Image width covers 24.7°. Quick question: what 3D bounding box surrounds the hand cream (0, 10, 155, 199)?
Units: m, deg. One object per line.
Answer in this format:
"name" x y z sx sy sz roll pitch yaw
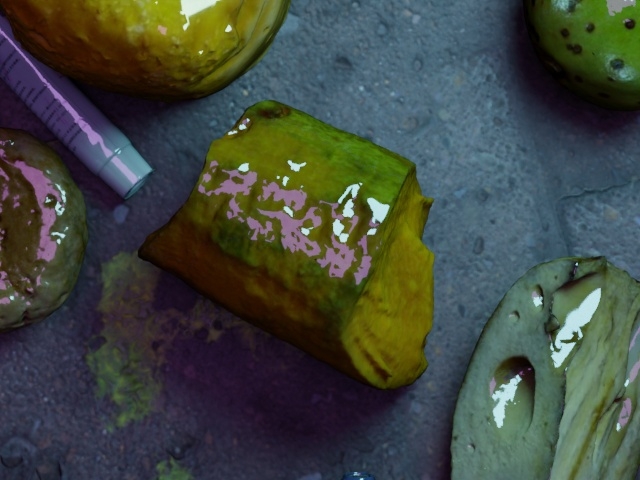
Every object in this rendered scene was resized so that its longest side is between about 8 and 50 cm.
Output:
"hand cream" -0.324 -0.178 1.670 0.331 0.085 0.058 44 58 0

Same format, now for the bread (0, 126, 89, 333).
"bread" -0.367 -0.011 1.621 0.230 0.123 0.230 0 88 -2

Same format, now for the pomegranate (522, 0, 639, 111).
"pomegranate" 0.350 -0.290 1.658 0.231 0.231 0.286 32 65 1

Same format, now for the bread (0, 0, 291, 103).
"bread" -0.215 -0.277 1.546 0.361 0.394 0.250 20 98 -4

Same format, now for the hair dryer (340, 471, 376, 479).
"hair dryer" 0.096 0.356 1.646 0.199 0.067 0.167 15 91 -16

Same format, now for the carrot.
"carrot" 0.000 0.000 1.581 0.341 0.241 0.241 26 82 2

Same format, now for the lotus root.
"lotus root" 0.262 0.178 1.633 0.210 0.142 0.314 30 75 -37
